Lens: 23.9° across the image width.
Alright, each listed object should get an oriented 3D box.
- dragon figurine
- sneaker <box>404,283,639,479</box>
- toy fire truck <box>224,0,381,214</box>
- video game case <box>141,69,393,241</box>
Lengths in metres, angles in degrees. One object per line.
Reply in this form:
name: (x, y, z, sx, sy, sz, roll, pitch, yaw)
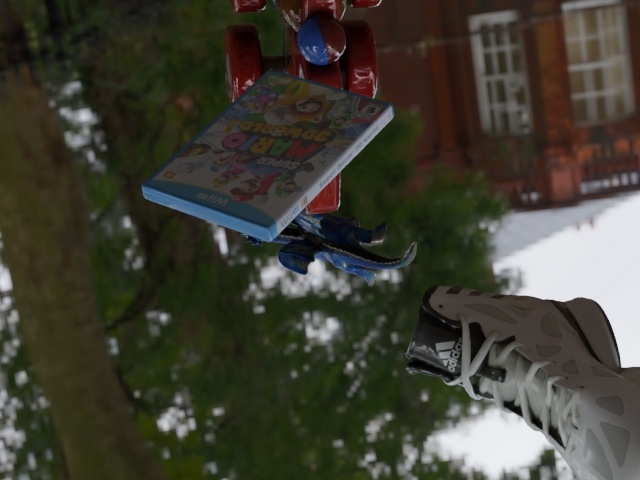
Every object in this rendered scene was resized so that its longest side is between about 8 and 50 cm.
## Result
dragon figurine: (0.000, 0.000, 1.871, 0.144, 0.085, 0.289, 10, -171, -27)
sneaker: (0.228, 0.180, 1.698, 0.257, 0.169, 0.447, 8, -161, -11)
toy fire truck: (-0.008, -0.213, 1.646, 0.169, 0.302, 0.254, -4, -144, -9)
video game case: (-0.038, -0.068, 1.135, 0.119, 0.015, 0.166, 19, -133, 29)
